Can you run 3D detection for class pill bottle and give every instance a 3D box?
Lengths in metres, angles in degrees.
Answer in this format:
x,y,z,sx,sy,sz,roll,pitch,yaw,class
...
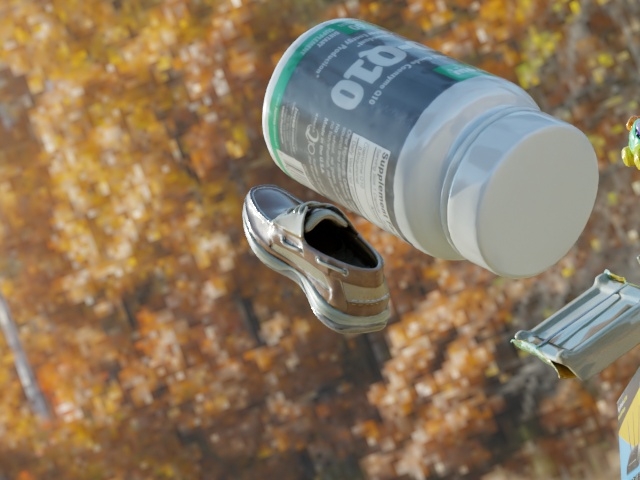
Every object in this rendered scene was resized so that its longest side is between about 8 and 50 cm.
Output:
x,y,z,sx,sy,sz,roll,pitch,yaw,class
0.116,-0.101,1.897,0.204,0.204,0.361,-16,31,-35,pill bottle

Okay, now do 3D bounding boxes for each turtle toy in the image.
x,y,z,sx,sy,sz,roll,pitch,yaw,class
0.393,-0.122,1.975,0.095,0.066,0.130,-16,8,-4,turtle toy

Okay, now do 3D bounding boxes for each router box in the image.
x,y,z,sx,sy,sz,roll,pitch,yaw,class
0.349,0.209,1.825,0.046,0.133,0.179,1,-21,-1,router box

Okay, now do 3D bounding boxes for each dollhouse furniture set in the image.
x,y,z,sx,sy,sz,roll,pitch,yaw,class
0.421,0.112,2.176,0.301,0.151,0.197,-34,10,-6,dollhouse furniture set

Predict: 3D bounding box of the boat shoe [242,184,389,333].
x,y,z,sx,sy,sz,roll,pitch,yaw,class
0.000,0.000,2.408,0.123,0.324,0.116,-14,-52,-32,boat shoe
